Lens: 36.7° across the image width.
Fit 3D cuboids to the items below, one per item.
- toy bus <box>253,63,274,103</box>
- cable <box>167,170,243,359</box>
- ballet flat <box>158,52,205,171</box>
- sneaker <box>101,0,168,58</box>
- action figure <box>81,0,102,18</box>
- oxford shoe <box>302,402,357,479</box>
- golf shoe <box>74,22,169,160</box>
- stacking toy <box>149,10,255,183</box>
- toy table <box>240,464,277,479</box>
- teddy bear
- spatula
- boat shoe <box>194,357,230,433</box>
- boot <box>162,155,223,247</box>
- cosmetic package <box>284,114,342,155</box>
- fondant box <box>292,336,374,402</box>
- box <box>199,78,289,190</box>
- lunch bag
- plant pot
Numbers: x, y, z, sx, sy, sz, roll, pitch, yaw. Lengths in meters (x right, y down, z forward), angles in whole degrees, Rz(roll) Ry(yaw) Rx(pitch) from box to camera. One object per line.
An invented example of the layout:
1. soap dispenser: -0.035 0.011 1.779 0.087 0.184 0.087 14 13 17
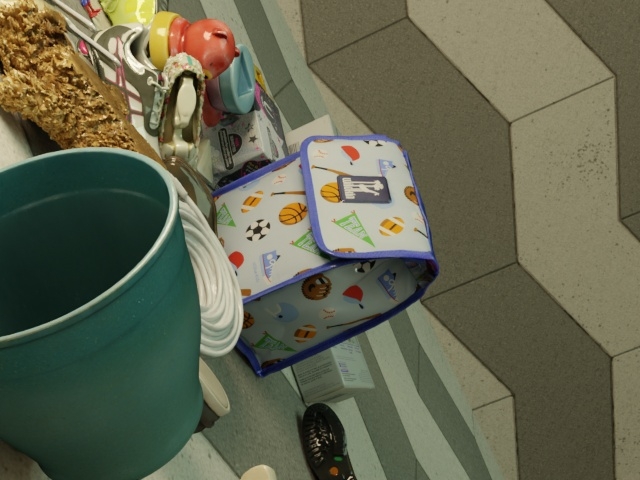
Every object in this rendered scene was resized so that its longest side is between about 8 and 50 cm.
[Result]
1. toy bus: -0.161 -0.315 2.238 0.202 0.104 0.191 61 14 -21
2. cable: -0.210 0.055 1.386 0.257 0.089 0.257 55 23 -29
3. ballet flat: -0.232 -0.182 1.570 0.077 0.091 0.241 -137 -131 -63
4. sneaker: -0.370 -0.493 1.720 0.147 0.145 0.385 -1 71 -37
5. action figure: -0.406 -0.433 1.625 0.115 0.030 0.038 58 20 -27
6. oxford shoe: 0.019 0.413 1.785 0.096 0.082 0.227 86 -13 -67
7. golf shoe: -0.288 -0.207 1.502 0.105 0.120 0.273 -15 83 -79
8. stacking toy: -0.188 -0.245 1.726 0.309 0.130 0.280 16 75 -75
9. toy table: -0.101 0.399 1.092 0.274 0.160 0.252 36 33 -68
10. teddy bear: -0.350 -0.194 1.304 0.338 0.113 0.245 54 9 -19
11. spatula: -0.372 -0.334 1.373 0.242 0.019 0.168 39 -16 45
12. boat shoe: -0.238 0.120 1.207 0.335 0.095 0.112 57 0 -22
13. boot: -0.212 -0.022 1.546 0.106 0.082 0.219 -72 145 -68
14. cosmetic package: -0.025 -0.129 2.189 0.225 0.224 0.138 54 18 -44
15. fondant box: -0.011 0.169 2.018 0.330 0.096 0.238 71 13 15
16. box: -0.157 -0.203 1.970 0.163 0.142 0.247 51 20 -51
17. lunch bag: 0.000 0.000 1.702 0.239 0.385 0.328 55 18 -43
18. plant pot: -0.230 0.091 0.926 0.272 0.271 0.255 -97 173 -52
